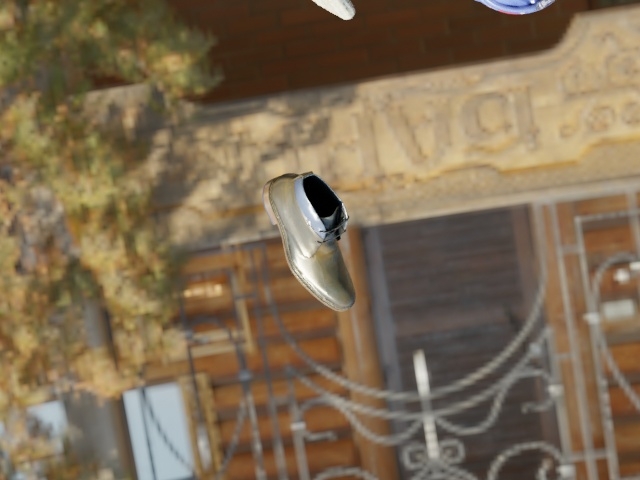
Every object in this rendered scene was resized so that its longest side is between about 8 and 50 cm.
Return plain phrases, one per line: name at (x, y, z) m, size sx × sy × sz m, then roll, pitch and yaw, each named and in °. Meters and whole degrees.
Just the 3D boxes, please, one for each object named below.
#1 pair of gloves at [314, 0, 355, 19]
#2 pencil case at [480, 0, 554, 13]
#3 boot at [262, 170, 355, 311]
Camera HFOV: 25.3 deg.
pair of gloves at (-0.077, -0.341, 1.567) m, size 0.240 × 0.042 × 0.204 m, roll 38°, pitch 173°, yaw 23°
pencil case at (0.231, -0.341, 1.722) m, size 0.133 × 0.119 × 0.306 m, roll -10°, pitch -169°, yaw 6°
boot at (0.000, 0.000, 2.025) m, size 0.082 × 0.219 × 0.106 m, roll -34°, pitch -175°, yaw -28°
